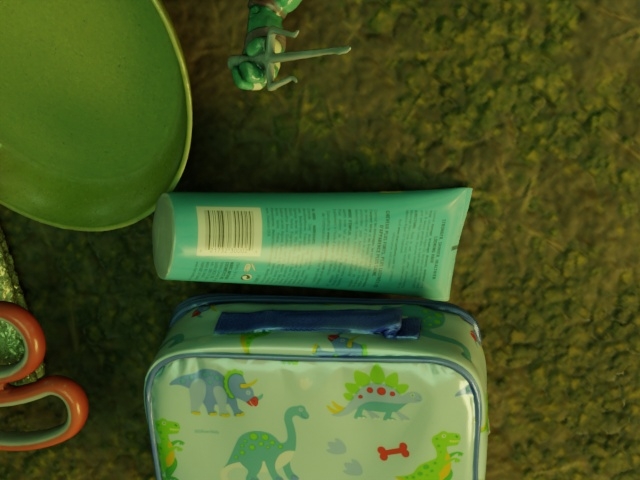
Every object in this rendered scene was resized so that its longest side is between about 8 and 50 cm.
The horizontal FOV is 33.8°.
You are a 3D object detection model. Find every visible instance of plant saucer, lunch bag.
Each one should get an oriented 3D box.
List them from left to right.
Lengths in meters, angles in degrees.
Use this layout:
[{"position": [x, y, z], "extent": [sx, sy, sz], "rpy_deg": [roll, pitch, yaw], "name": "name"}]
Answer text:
[{"position": [-0.176, -0.115, 0.647], "extent": [0.241, 0.037, 0.241], "rpy_deg": [16, 131, 19], "name": "plant saucer"}, {"position": [0.001, 0.119, 0.691], "extent": [0.219, 0.090, 0.176], "rpy_deg": [-1, 119, 7], "name": "lunch bag"}]

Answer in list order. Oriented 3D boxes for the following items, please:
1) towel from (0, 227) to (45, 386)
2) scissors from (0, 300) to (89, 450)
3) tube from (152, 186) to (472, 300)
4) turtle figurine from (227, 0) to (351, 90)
[{"position": [-0.262, 0.049, 0.745], "extent": [0.110, 0.027, 0.148], "rpy_deg": [-9, 103, 7], "name": "towel"}, {"position": [-0.300, 0.114, 0.745], "extent": [0.297, 0.021, 0.109], "rpy_deg": [-13, 108, 20], "name": "scissors"}, {"position": [0.000, 0.000, 0.667], "extent": [0.207, 0.052, 0.080], "rpy_deg": [2, 112, -23], "name": "tube"}, {"position": [-0.036, -0.180, 0.616], "extent": [0.234, 0.118, 0.175], "rpy_deg": [10, 116, 13], "name": "turtle figurine"}]
